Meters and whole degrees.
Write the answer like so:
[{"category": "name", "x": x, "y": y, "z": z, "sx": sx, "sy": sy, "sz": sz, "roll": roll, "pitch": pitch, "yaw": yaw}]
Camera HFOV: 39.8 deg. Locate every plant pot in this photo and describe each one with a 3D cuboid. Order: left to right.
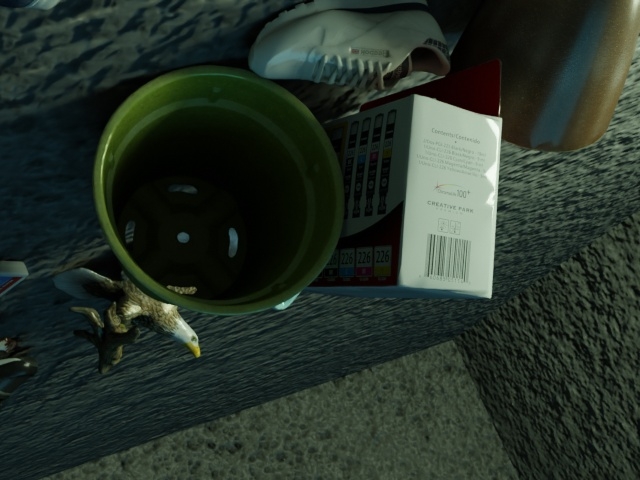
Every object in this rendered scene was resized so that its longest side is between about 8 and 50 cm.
[{"category": "plant pot", "x": -0.141, "y": -0.029, "z": 1.054, "sx": 0.276, "sy": 0.276, "sz": 0.254, "roll": -17, "pitch": 173, "yaw": -22}, {"category": "plant pot", "x": 0.278, "y": -0.258, "z": 1.017, "sx": 0.215, "sy": 0.215, "sz": 0.230, "roll": -16, "pitch": 147, "yaw": -23}]

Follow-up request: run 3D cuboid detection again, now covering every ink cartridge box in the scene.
[{"category": "ink cartridge box", "x": 0.066, "y": -0.070, "z": 1.060, "sx": 0.130, "sy": 0.272, "sz": 0.309, "roll": 9, "pitch": 172, "yaw": -29}]

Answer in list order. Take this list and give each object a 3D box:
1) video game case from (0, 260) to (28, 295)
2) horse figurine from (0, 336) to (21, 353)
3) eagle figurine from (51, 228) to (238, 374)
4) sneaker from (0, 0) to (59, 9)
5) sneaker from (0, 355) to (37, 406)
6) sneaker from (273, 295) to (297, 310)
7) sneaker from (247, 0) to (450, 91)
[{"category": "video game case", "x": -0.548, "y": 0.083, "z": 1.142, "sx": 0.204, "sy": 0.025, "sz": 0.285, "roll": -34, "pitch": 164, "yaw": 18}, {"category": "horse figurine", "x": -0.601, "y": 0.204, "z": 1.411, "sx": 0.174, "sy": 0.066, "sz": 0.263, "roll": -2, "pitch": 151, "yaw": -37}, {"category": "eagle figurine", "x": -0.242, "y": 0.082, "z": 1.395, "sx": 0.226, "sy": 0.225, "sz": 0.298, "roll": 11, "pitch": -137, "yaw": 35}, {"category": "sneaker", "x": -0.225, "y": -0.231, "z": 0.582, "sx": 0.163, "sy": 0.086, "sz": 0.226, "roll": -12, "pitch": 160, "yaw": -42}, {"category": "sneaker", "x": -0.620, "y": 0.307, "z": 1.585, "sx": 0.283, "sy": 0.124, "sz": 0.107, "roll": -26, "pitch": 163, "yaw": 7}, {"category": "sneaker", "x": 0.000, "y": 0.000, "z": 1.451, "sx": 0.135, "sy": 0.150, "sz": 0.366, "roll": -13, "pitch": 160, "yaw": -35}, {"category": "sneaker", "x": 0.036, "y": -0.209, "z": 0.977, "sx": 0.235, "sy": 0.095, "sz": 0.090, "roll": -16, "pitch": 163, "yaw": -20}]
